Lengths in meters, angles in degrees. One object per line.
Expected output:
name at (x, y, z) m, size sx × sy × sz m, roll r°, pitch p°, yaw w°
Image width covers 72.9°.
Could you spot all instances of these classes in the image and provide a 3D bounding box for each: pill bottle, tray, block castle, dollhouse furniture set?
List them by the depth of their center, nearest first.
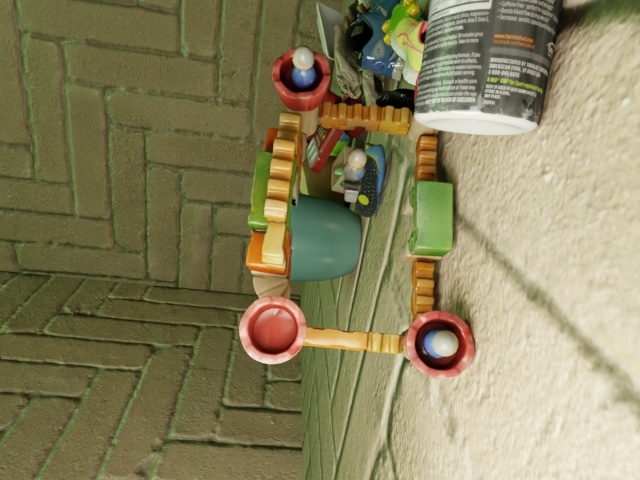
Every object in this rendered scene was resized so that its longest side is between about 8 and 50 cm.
pill bottle at (0.180, -0.241, 0.450) m, size 0.130 × 0.131 × 0.245 m, roll -118°, pitch 35°, yaw -80°
block castle at (0.056, -0.048, 0.627) m, size 0.213 × 0.304 × 0.452 m, roll 94°, pitch -178°, yaw -77°
dollhouse furniture set at (0.111, -0.219, 1.195) m, size 0.152 × 0.076 × 0.058 m, roll -36°, pitch -39°, yaw -47°
tray at (0.070, -0.553, 1.208) m, size 0.271 × 0.030 × 0.145 m, roll -17°, pitch -84°, yaw -54°

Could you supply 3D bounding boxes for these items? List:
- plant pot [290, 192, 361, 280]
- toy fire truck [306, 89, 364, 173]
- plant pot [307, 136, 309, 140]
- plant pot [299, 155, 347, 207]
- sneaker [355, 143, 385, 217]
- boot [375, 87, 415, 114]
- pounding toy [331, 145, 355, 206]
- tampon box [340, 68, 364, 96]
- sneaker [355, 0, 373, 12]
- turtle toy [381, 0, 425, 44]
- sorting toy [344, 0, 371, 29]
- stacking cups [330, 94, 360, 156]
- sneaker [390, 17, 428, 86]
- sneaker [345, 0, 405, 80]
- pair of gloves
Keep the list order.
plant pot at (0.000, 0.000, 1.399) m, size 0.293 × 0.236 × 0.292 m, roll -173°, pitch 90°, yaw -84°
toy fire truck at (0.016, -0.401, 1.534) m, size 0.253 × 0.170 × 0.302 m, roll -56°, pitch 26°, yaw 25°
plant pot at (0.034, -0.490, 1.898) m, size 0.201 × 0.202 × 0.180 m, roll 103°, pitch -174°, yaw -48°
plant pot at (0.009, -0.163, 1.689) m, size 0.237 × 0.238 × 0.254 m, roll 110°, pitch 151°, yaw -66°
sneaker at (0.139, -0.153, 1.136) m, size 0.082 × 0.069 × 0.209 m, roll -47°, pitch -29°, yaw -38°
boot at (0.152, -0.264, 0.817) m, size 0.099 × 0.121 × 0.045 m, roll -104°, pitch 23°, yaw -56°
pounding toy at (0.100, -0.211, 1.444) m, size 0.130 × 0.101 × 0.141 m, roll 131°, pitch 145°, yaw -55°
tampon box at (0.124, -0.576, 1.459) m, size 0.160 × 0.102 × 0.120 m, roll -91°, pitch 9°, yaw -49°
sneaker at (0.153, -0.819, 1.531) m, size 0.085 × 0.086 × 0.236 m, roll -108°, pitch 24°, yaw -72°
turtle toy at (0.185, -0.471, 0.933) m, size 0.095 × 0.066 × 0.130 m, roll -41°, pitch 36°, yaw 41°
sorting toy at (0.130, -0.601, 1.209) m, size 0.132 × 0.046 × 0.274 m, roll 55°, pitch -148°, yaw -23°
stacking cups at (0.086, -0.442, 1.722) m, size 0.316 × 0.096 × 0.095 m, roll 103°, pitch 171°, yaw -47°
sneaker at (0.190, -0.365, 0.793) m, size 0.094 × 0.082 × 0.208 m, roll 113°, pitch 157°, yaw -47°
sneaker at (0.139, -0.533, 1.062) m, size 0.129 × 0.147 × 0.329 m, roll 105°, pitch 171°, yaw -55°
pair of gloves at (0.109, -0.432, 1.151) m, size 0.240 × 0.042 × 0.203 m, roll 34°, pitch -132°, yaw -45°
